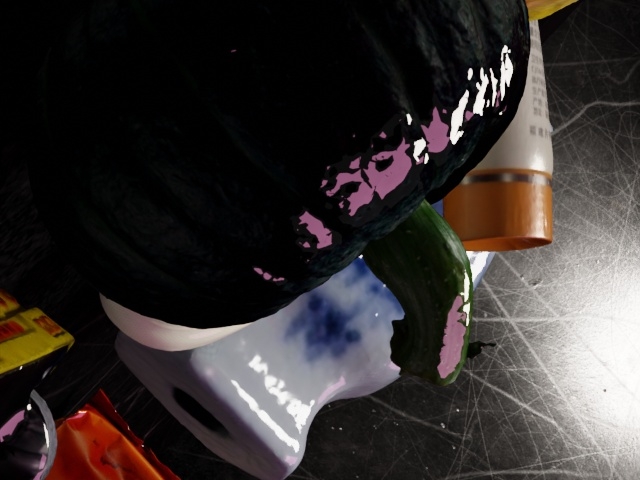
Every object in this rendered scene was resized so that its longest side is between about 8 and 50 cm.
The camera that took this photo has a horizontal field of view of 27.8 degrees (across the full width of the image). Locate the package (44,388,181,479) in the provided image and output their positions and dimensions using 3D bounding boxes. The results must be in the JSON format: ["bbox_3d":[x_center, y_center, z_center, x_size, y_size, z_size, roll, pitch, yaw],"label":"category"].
[{"bbox_3d":[-0.316,0.362,1.345,0.423,0.196,0.123,-46,176,-2],"label":"package"}]

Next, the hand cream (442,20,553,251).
[{"bbox_3d":[0.140,-0.150,1.023,0.139,0.089,0.314,106,-15,-79],"label":"hand cream"}]

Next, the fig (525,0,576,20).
[{"bbox_3d":[0.097,-0.181,0.797,0.159,0.159,0.257,-46,168,-15],"label":"fig"}]

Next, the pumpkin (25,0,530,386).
[{"bbox_3d":[0.001,-0.041,0.603,0.248,0.248,0.248,-47,175,-6],"label":"pumpkin"}]

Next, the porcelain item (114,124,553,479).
[{"bbox_3d":[0.024,-0.002,1.111,0.405,0.242,0.178,-49,-158,-21],"label":"porcelain item"}]

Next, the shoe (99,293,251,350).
[{"bbox_3d":[-0.010,-0.077,0.916,0.363,0.132,0.160,-49,177,-29],"label":"shoe"}]

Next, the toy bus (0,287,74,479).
[{"bbox_3d":[-0.245,0.137,0.484,0.331,0.151,0.145,-49,-179,2],"label":"toy bus"}]
